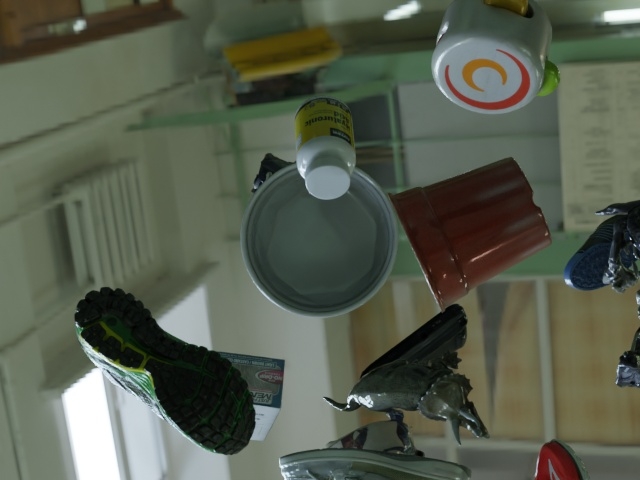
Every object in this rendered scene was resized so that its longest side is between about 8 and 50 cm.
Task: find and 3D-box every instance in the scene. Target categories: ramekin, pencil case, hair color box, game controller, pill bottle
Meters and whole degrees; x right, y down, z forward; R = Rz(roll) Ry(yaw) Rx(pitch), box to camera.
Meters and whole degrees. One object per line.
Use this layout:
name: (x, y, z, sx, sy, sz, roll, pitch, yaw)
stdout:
ramekin: (0.000, 0.000, 1.506, 0.207, 0.207, 0.109, -6, 176, 1)
pencil case: (0.166, 0.507, 1.990, 0.183, 0.160, 0.410, -13, -124, -22)
hair color box: (-0.178, 0.326, 2.340, 0.173, 0.105, 0.347, 8, 159, -6)
game controller: (0.226, 0.280, 2.702, 0.319, 0.166, 0.067, -34, -118, -16)
pill bottle: (0.005, -0.099, 1.219, 0.065, 0.065, 0.116, -6, -137, 2)

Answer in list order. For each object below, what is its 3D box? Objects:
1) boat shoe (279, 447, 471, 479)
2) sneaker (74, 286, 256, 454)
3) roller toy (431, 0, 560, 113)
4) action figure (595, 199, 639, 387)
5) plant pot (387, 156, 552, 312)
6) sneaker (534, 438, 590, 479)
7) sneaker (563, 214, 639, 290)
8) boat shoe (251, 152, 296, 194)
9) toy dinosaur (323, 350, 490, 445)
boat shoe: (0.088, 0.403, 1.870, 0.320, 0.103, 0.118, 8, 165, -4)
sneaker: (-0.244, 0.211, 1.796, 0.134, 0.343, 0.146, -48, 178, -23)
roller toy: (0.288, -0.325, 1.901, 0.191, 0.209, 0.146, -13, -135, 36)
action figure: (0.417, 0.043, 1.369, 0.164, 0.276, 0.141, 2, 172, 24)
plant pot: (0.313, -0.029, 2.314, 0.265, 0.272, 0.272, -24, -165, 4)
sneaker: (0.353, 0.457, 1.797, 0.118, 0.279, 0.107, 3, -174, -30)
sneaker: (0.508, 0.017, 2.006, 0.232, 0.081, 0.090, -29, -166, -22)
boat shoe: (-0.063, -0.070, 2.248, 0.158, 0.127, 0.340, 19, -160, -9)
toy dinosaur: (0.132, 0.228, 1.764, 0.313, 0.121, 0.160, 6, 180, 29)
